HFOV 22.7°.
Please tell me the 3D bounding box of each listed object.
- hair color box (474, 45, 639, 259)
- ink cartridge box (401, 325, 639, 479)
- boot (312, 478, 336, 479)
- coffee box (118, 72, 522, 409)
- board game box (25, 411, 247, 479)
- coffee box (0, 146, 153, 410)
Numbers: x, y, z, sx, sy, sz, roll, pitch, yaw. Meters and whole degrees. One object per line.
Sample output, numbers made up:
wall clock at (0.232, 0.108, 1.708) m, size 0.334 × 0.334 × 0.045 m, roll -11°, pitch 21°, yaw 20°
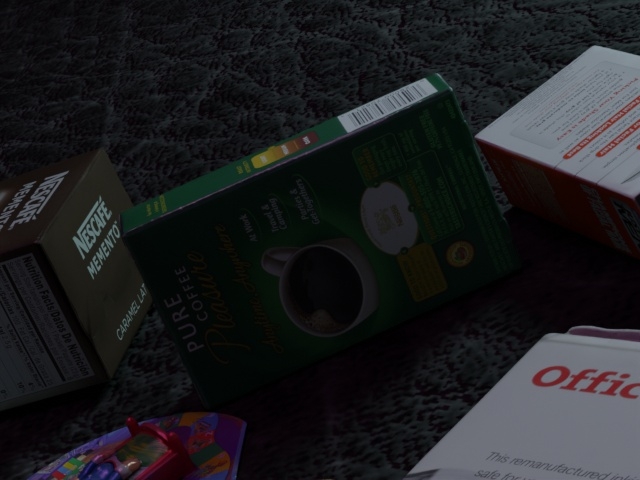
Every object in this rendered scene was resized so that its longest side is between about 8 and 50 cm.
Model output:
hair color box at (0.162, -0.046, 0.833) m, size 0.093 × 0.053 × 0.167 m, roll -37°, pitch 23°, yaw -9°
ink cartridge box at (0.083, 0.126, 0.493) m, size 0.159 × 0.092 × 0.218 m, roll 4°, pitch 37°, yaw 48°
boot at (-0.115, 0.184, 0.444) m, size 0.264 × 0.096 × 0.280 m, roll -45°, pitch 14°, yaw -29°
coffee box at (0.000, 0.000, 0.826) m, size 0.184 × 0.113 × 0.040 m, roll -25°, pitch 24°, yaw -1°
board game box at (-0.107, 0.120, 0.765) m, size 0.133 × 0.033 × 0.168 m, roll -18°, pitch 24°, yaw 13°
coffee box at (-0.236, 0.044, 0.971) m, size 0.247 × 0.098 × 0.141 m, roll -17°, pitch 22°, yaw 16°
